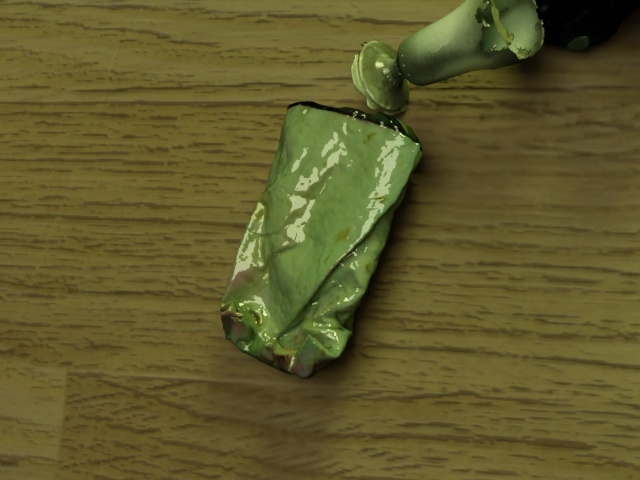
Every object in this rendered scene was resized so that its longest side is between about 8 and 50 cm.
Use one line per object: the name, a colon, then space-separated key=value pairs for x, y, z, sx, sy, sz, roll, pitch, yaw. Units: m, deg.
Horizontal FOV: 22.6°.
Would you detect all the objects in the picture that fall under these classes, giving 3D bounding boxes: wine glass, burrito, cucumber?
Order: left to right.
burrito: x=0.000 y=0.000 z=1.347 sx=0.144 sy=0.089 sz=0.228 roll=16 pitch=83 yaw=37
wine glass: x=0.104 y=-0.156 z=1.324 sx=0.155 sy=0.072 sz=0.072 roll=-19 pitch=70 yaw=42
cucumber: x=0.220 y=-0.205 z=1.287 sx=0.115 sy=0.193 sz=0.085 roll=7 pitch=82 yaw=-8
